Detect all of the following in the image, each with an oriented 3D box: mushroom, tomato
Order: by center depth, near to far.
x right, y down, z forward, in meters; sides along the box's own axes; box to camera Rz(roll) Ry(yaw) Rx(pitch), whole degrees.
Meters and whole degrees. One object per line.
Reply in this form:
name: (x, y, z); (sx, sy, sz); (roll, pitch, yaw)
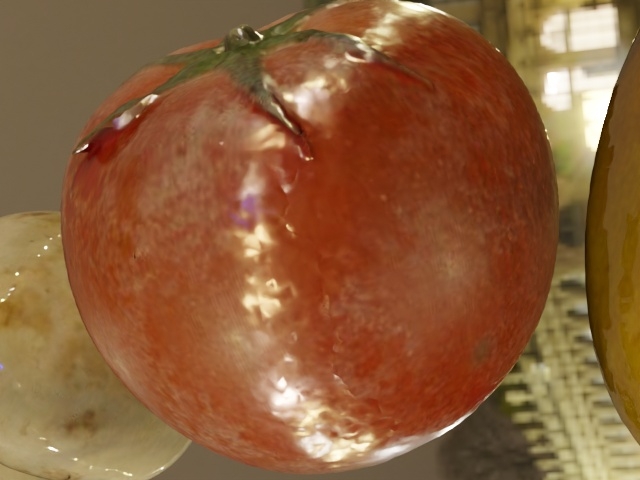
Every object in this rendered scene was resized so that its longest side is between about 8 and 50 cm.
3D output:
tomato: (0.000, 0.000, 0.752); (0.265, 0.265, 0.264); (-5, -90, -75)
mushroom: (-0.260, 0.127, 1.334); (0.290, 0.298, 0.297); (-54, 3, 26)

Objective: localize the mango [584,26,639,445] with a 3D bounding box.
mango: (0.168, -0.040, 0.436); (0.262, 0.130, 0.167); (-62, 23, -5)
